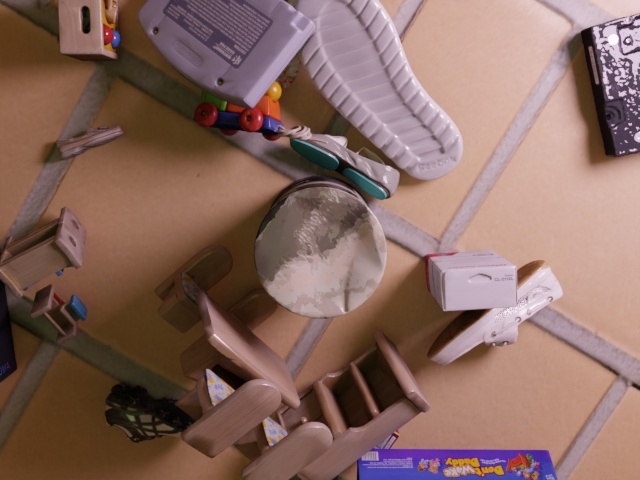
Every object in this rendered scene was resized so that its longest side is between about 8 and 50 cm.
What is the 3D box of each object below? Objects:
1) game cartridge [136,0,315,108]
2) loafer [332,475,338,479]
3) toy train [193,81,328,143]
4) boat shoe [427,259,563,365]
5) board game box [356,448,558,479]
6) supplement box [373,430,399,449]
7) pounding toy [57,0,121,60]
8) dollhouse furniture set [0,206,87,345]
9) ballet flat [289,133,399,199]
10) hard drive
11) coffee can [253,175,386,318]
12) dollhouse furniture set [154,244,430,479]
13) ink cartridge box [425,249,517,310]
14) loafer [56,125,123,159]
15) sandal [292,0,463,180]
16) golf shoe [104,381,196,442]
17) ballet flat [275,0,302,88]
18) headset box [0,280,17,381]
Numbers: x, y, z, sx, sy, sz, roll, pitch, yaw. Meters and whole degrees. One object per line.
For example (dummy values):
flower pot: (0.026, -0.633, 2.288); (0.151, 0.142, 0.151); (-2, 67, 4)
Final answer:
game cartridge: (-0.170, -0.352, 1.208); (0.294, 0.060, 0.196); (41, 90, 24)
loafer: (0.005, 0.464, 1.399); (0.061, 0.062, 0.170); (-26, 102, -18)
toy train: (-0.088, -0.247, 1.232); (0.248, 0.105, 0.143); (10, 92, 21)
boat shoe: (0.324, 0.154, 1.326); (0.277, 0.098, 0.096); (-38, 96, 4)
board game box: (0.239, 0.492, 1.342); (0.347, 0.078, 0.233); (0, 124, 0)
supplement box: (0.113, 0.362, 1.364); (0.043, 0.083, 0.055); (32, 98, -5)
pounding toy: (-0.379, -0.382, 1.228); (0.100, 0.130, 0.141); (1, 98, 0)
dollhouse furniture set: (-0.467, 0.063, 1.315); (0.129, 0.129, 0.184); (-27, 122, 3)
ballet flat: (0.046, -0.149, 1.305); (0.213, 0.072, 0.068); (30, 70, -5)
hard drive: (0.651, -0.302, 1.275); (0.338, 0.064, 0.237); (-15, 98, 3)
coffee can: (0.000, 0.000, 1.213); (0.201, 0.275, 0.202); (0, 98, -1)
dollhouse furniture set: (-0.040, 0.208, 1.216); (0.256, 0.362, 0.394); (-39, 125, 7)
ink cartridge box: (0.260, 0.068, 1.274); (0.127, 0.175, 0.072); (-3, 98, 1)
loafer: (-0.418, -0.185, 1.303); (0.125, 0.045, 0.039); (-22, 91, 6)
sandal: (0.094, -0.278, 1.267); (0.169, 0.102, 0.416); (-30, 111, 19)
golf shoe: (-0.314, 0.344, 1.374); (0.198, 0.077, 0.094); (23, 109, 3)
ballet flat: (-0.056, -0.384, 1.255); (0.091, 0.077, 0.241); (14, 99, -1)
headset box: (-0.652, 0.129, 1.248); (0.131, 0.246, 0.283); (-5, 98, 1)
